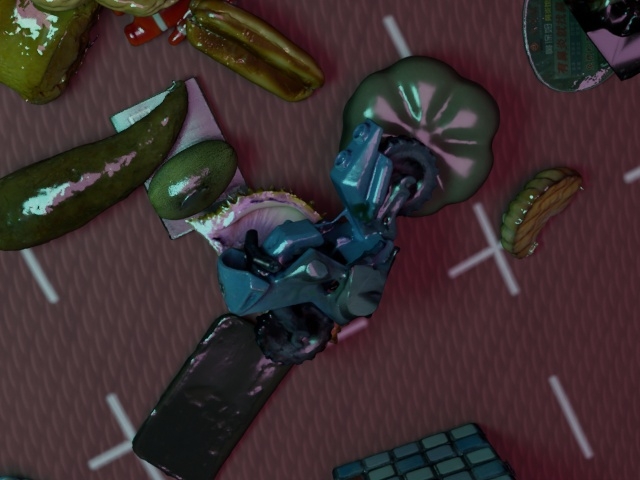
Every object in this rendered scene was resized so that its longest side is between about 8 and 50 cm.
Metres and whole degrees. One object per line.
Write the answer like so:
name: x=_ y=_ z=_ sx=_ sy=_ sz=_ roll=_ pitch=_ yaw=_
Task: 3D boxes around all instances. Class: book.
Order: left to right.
book: x=-0.226 y=-0.134 z=1.600 sx=0.160 sy=0.024 sz=0.228 roll=-26 pitch=103 yaw=-1

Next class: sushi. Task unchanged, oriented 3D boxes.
sushi: x=0.516 y=-0.412 z=1.551 sx=0.227 sy=0.215 sz=0.212 roll=-36 pitch=96 yaw=20

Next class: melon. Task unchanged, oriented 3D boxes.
melon: x=-0.202 y=-0.098 z=1.547 sx=0.162 sy=0.099 sz=0.099 roll=-36 pitch=103 yaw=0

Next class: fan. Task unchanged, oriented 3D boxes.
fan: x=0.468 y=-0.393 z=1.641 sx=0.294 sy=0.012 sz=0.223 roll=-34 pitch=101 yaw=0

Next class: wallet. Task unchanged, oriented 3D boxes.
wallet: x=-0.184 y=0.278 z=1.675 sx=0.165 sy=0.042 sz=0.309 roll=33 pitch=97 yaw=-13

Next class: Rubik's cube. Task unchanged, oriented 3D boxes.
Rubik's cube: x=0.203 y=0.522 z=1.641 sx=0.293 sy=0.292 sz=0.287 roll=-18 pitch=102 yaw=-5

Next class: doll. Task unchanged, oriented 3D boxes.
doll: x=-0.211 y=-0.400 z=1.527 sx=0.245 sy=0.076 sz=0.142 roll=-28 pitch=104 yaw=3

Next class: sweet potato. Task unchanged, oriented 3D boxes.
sweet potato: x=-0.373 y=-0.102 z=1.537 sx=0.422 sy=0.130 sz=0.130 roll=-31 pitch=103 yaw=1

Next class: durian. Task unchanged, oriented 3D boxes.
durian: x=-0.056 y=0.034 z=1.615 sx=0.191 sy=0.112 sz=0.341 roll=-41 pitch=111 yaw=-7

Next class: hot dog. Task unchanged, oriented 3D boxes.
hot dog: x=-0.101 y=-0.305 z=1.535 sx=0.249 sy=0.068 sz=0.100 roll=28 pitch=135 yaw=-29

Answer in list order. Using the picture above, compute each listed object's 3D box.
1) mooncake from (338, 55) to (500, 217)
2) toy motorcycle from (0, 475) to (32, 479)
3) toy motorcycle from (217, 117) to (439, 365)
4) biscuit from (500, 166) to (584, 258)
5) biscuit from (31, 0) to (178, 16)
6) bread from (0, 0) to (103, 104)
mooncake: x=0.162 y=-0.169 z=1.587 sx=0.275 sy=0.135 sz=0.275 roll=0 pitch=100 yaw=-3
toy motorcycle: x=-0.528 y=0.512 z=1.648 sx=0.182 sy=0.123 sz=0.272 roll=-9 pitch=101 yaw=17
toy motorcycle: x=0.000 y=0.000 z=1.471 sx=0.232 sy=0.172 sz=0.416 roll=30 pitch=102 yaw=-29
biscuit: x=0.369 y=-0.062 z=1.662 sx=0.183 sy=0.061 sz=0.118 roll=-49 pitch=143 yaw=4
biscuit: x=-0.285 y=-0.461 z=1.439 sx=0.376 sy=0.051 sz=0.269 roll=-33 pitch=81 yaw=-24
bread: x=-0.422 y=-0.340 z=1.477 sx=0.160 sy=0.147 sz=0.260 roll=29 pitch=96 yaw=-14
